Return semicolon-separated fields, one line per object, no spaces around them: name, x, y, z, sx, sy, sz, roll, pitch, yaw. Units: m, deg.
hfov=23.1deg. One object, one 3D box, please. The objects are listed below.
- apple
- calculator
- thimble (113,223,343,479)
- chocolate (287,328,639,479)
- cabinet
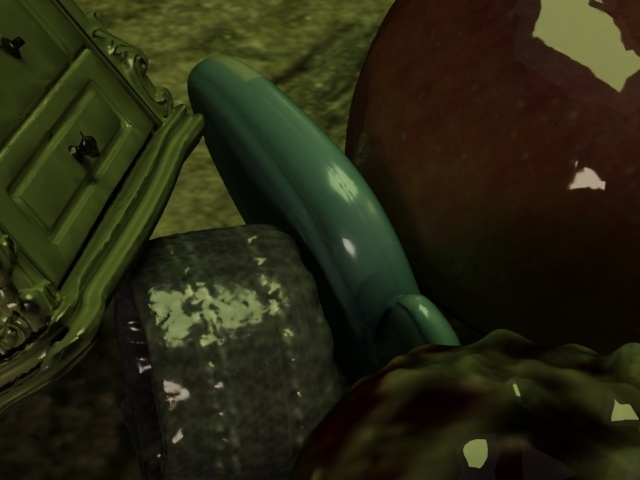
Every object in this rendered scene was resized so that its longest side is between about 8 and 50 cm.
apple;0.168;-0.052;0.890;0.305;0.235;0.306;18;49;-22
calculator;0.000;0.000;0.886;0.042;0.188;0.303;-27;40;-10
thimble;-0.052;0.067;0.830;0.097;0.150;0.150;-10;36;-15
chocolate;0.124;0.155;0.641;0.340;0.210;0.225;22;44;30
cabinet;-0.260;-0.071;0.790;0.227;0.318;0.290;-33;16;21
